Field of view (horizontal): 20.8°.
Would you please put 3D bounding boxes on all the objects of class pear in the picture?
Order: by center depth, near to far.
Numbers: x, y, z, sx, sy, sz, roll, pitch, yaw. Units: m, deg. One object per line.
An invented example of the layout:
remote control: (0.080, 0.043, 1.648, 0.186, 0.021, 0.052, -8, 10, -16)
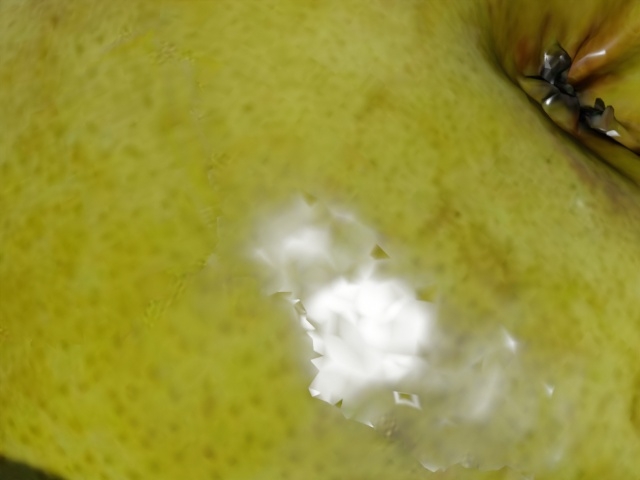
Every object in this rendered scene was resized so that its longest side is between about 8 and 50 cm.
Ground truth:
pear: (0.000, 0.000, 0.540, 0.304, 0.304, 0.304, -3, 139, -2)
